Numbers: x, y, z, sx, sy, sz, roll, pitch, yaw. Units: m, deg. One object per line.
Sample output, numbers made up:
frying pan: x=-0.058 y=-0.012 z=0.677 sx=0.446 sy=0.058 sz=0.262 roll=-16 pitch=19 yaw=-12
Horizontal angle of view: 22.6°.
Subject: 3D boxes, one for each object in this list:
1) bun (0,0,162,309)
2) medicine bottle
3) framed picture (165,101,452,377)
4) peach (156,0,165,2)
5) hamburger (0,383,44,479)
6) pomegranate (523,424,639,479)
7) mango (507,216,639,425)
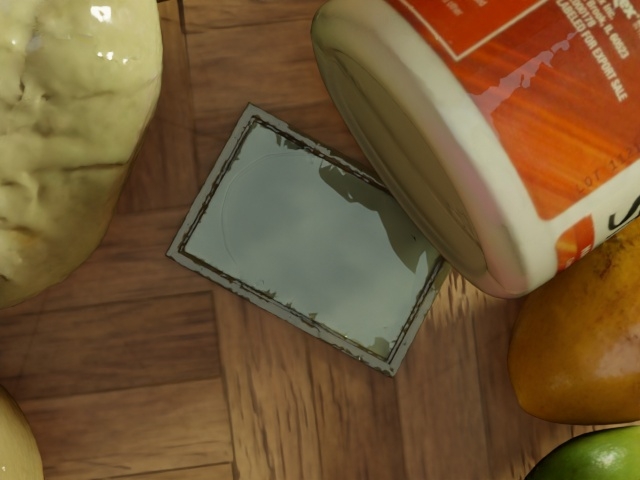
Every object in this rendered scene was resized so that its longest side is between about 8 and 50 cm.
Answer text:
bun: x=-0.275 y=-0.102 z=1.059 sx=0.361 sy=0.213 sz=0.361 roll=-1 pitch=111 yaw=-3
medicine bottle: x=0.153 y=-0.120 z=1.130 sx=0.241 sy=0.252 sz=0.252 roll=-36 pitch=92 yaw=-6
framed picture: x=0.000 y=0.000 z=1.239 sx=0.200 sy=0.010 sz=0.136 roll=28 pitch=86 yaw=-5
peach: x=-0.138 y=-0.297 z=1.163 sx=0.251 sy=0.153 sz=0.251 roll=0 pitch=89 yaw=1
hamburger: x=-0.332 y=0.193 z=1.090 sx=0.300 sy=0.176 sz=0.300 roll=-6 pitch=51 yaw=7
pomegranate: x=0.225 y=0.237 z=1.195 sx=0.159 sy=0.241 sz=0.190 roll=17 pitch=62 yaw=29
mango: x=0.247 y=0.047 z=1.195 sx=0.252 sy=0.126 sz=0.154 roll=-35 pitch=72 yaw=-10
